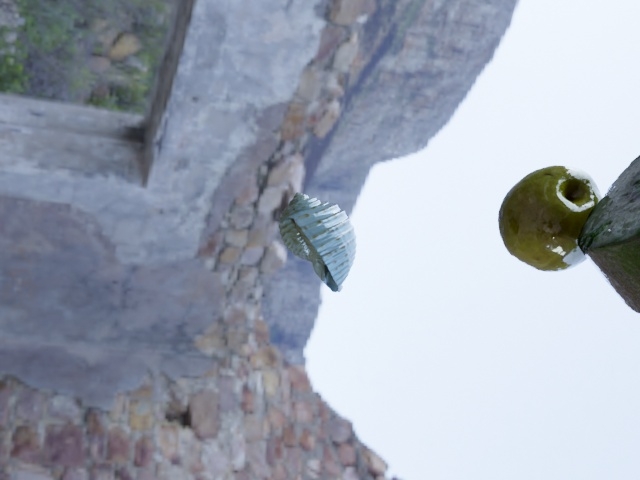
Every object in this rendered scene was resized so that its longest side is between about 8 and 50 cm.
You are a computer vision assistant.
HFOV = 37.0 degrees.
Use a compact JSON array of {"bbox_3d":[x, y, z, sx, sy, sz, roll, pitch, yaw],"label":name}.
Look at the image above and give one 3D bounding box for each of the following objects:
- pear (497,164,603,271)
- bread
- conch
[{"bbox_3d":[0.331,-0.027,1.374,0.162,0.148,0.149,118,-29,-50],"label":"pear"},{"bbox_3d":[0.489,-0.069,1.156,0.366,0.129,0.382,-39,-174,9],"label":"bread"},{"bbox_3d":[0.003,-0.006,1.445,0.102,0.153,0.135,-46,174,0],"label":"conch"}]
